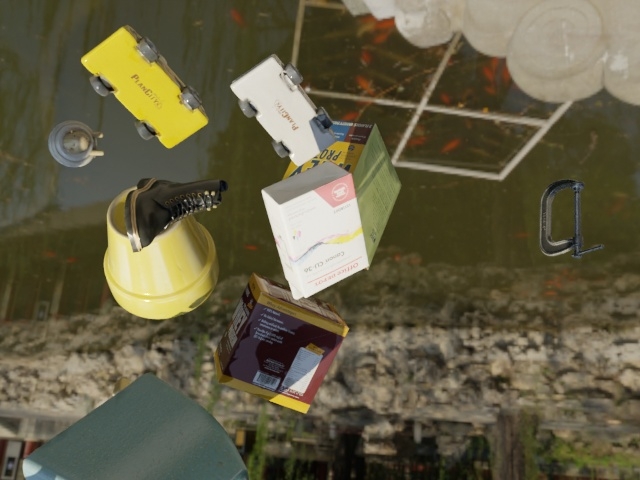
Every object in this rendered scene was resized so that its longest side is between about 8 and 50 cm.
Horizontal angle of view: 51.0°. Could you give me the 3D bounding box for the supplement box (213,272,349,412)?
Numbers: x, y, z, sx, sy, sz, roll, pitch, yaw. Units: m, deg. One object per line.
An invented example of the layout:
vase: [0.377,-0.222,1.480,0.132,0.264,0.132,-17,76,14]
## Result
supplement box: [-0.081,0.199,1.321,0.191,0.194,0.129,24,-172,-17]

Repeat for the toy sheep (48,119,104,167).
toy sheep: [-0.437,-0.170,1.189,0.091,0.091,0.132,15,170,-30]

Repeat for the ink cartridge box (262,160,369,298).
ink cartridge box: [0.000,0.000,0.970,0.115,0.198,0.067,-26,-145,-18]

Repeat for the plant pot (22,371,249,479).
plant pot: [-0.239,0.393,1.010,0.252,0.247,0.247,13,-150,31]

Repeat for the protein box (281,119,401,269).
protein box: [0.037,-0.087,1.265,0.136,0.201,0.199,10,154,28]

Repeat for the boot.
boot: [-0.217,-0.052,1.028,0.137,0.198,0.076,-4,121,-2]

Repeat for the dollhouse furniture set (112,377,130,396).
dollhouse furniture set: [-0.385,0.332,1.408,0.081,0.091,0.114,54,-178,-21]

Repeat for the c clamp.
c clamp: [0.427,-0.038,1.150,0.022,0.160,0.137,14,155,-23]

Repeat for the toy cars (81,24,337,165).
toy cars: [-0.155,-0.223,1.016,0.394,0.087,0.176,6,129,-21]

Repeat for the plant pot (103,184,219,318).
plant pot: [-0.365,0.008,1.493,0.254,0.253,0.239,4,142,2]
